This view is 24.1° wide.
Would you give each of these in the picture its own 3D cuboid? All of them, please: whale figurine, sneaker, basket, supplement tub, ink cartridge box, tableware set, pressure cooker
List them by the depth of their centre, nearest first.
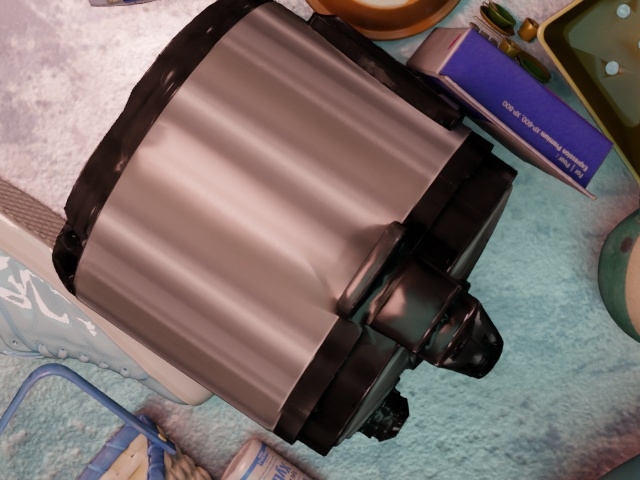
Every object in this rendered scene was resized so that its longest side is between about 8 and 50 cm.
[{"bbox_3d":[0.182,-0.133,1.469,0.176,0.371,0.069,38,98,-7],"label":"ink cartridge box"},{"bbox_3d":[-0.003,0.005,1.484,0.420,0.370,0.375,34,131,6],"label":"pressure cooker"},{"bbox_3d":[0.207,-0.210,1.566,0.104,0.154,0.024,39,114,-4],"label":"tableware set"},{"bbox_3d":[0.399,-0.011,1.622,0.216,0.141,0.272,34,78,-35],"label":"whale figurine"},{"bbox_3d":[-0.253,0.296,1.641,0.289,0.201,0.255,33,101,-16],"label":"basket"},{"bbox_3d":[-0.280,0.083,1.651,0.366,0.135,0.150,39,107,3],"label":"sneaker"},{"bbox_3d":[-0.054,0.282,1.704,0.107,0.071,0.071,36,99,-6],"label":"supplement tub"}]

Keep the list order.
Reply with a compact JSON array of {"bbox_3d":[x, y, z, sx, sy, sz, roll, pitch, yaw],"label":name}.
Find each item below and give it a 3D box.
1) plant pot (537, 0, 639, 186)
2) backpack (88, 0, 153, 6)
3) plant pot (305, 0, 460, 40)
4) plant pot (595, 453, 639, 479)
[{"bbox_3d":[0.354,-0.196,1.547,0.212,0.187,0.212,-35,98,6],"label":"plant pot"},{"bbox_3d":[-0.135,-0.349,1.462,0.263,0.276,0.213,-5,122,34],"label":"backpack"},{"bbox_3d":[0.066,-0.303,1.531,0.205,0.188,0.205,0,101,1],"label":"plant pot"},{"bbox_3d":[0.351,0.373,1.631,0.255,0.271,0.271,-29,99,21],"label":"plant pot"}]
